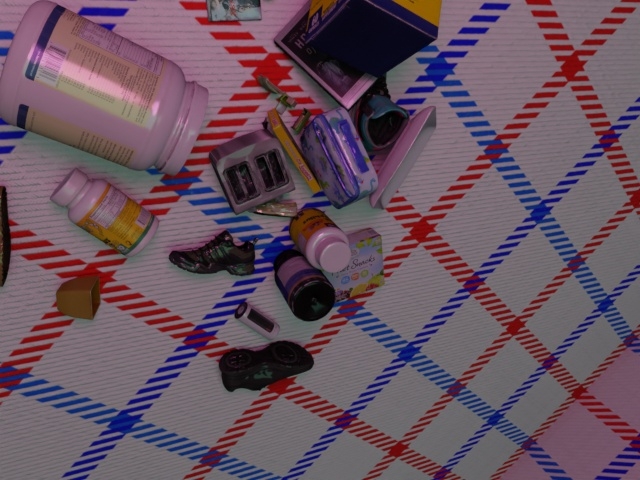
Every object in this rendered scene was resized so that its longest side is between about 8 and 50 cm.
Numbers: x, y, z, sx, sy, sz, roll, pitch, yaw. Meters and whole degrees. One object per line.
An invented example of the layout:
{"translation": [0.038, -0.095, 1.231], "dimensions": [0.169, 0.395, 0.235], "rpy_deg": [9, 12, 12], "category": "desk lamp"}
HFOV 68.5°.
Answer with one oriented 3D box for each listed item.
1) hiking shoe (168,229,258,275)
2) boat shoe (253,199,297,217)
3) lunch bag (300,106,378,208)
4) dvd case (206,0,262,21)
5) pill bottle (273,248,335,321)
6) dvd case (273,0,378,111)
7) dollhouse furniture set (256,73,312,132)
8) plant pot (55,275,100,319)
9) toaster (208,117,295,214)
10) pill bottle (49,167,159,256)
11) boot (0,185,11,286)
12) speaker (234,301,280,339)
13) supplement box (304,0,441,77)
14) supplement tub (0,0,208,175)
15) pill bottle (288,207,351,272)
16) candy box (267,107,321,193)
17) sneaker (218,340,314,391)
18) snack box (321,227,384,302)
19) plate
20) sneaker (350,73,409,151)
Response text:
{"translation": [-0.274, 0.026, 1.215], "dimensions": [0.226, 0.086, 0.114], "rpy_deg": [6, 98, -30], "category": "hiking shoe"}
{"translation": [-0.126, -0.088, 1.237], "dimensions": [0.135, 0.050, 0.045], "rpy_deg": [5, 88, -21], "category": "boat shoe"}
{"translation": [0.043, -0.194, 1.119], "dimensions": [0.090, 0.176, 0.219], "rpy_deg": [-26, 92, -21], "category": "lunch bag"}
{"translation": [-0.189, -0.526, 1.024], "dimensions": [0.119, 0.013, 0.087], "rpy_deg": [-10, 117, -17], "category": "dvd case"}
{"translation": [-0.052, 0.109, 1.252], "dimensions": [0.122, 0.219, 0.123], "rpy_deg": [-9, 116, -18], "category": "pill bottle"}
{"translation": [0.038, -0.441, 1.077], "dimensions": [0.238, 0.029, 0.179], "rpy_deg": [43, 92, 0], "category": "dvd case"}
{"translation": [-0.097, -0.325, 1.119], "dimensions": [0.151, 0.076, 0.059], "rpy_deg": [31, 101, -31], "category": "dollhouse furniture set"}
{"translation": [-0.584, 0.135, 1.131], "dimensions": [0.083, 0.081, 0.082], "rpy_deg": [3, 112, -13], "category": "plant pot"}
{"translation": [-0.165, -0.172, 1.141], "dimensions": [0.167, 0.110, 0.186], "rpy_deg": [-24, 120, -11], "category": "toaster"}
{"translation": [-0.482, -0.063, 1.055], "dimensions": [0.117, 0.117, 0.208], "rpy_deg": [-47, 122, 3], "category": "pill bottle"}
{"translation": [-0.802, -0.017, 0.969], "dimensions": [0.269, 0.089, 0.237], "rpy_deg": [1, 102, -23], "category": "boot"}
{"translation": [-0.180, 0.233, 1.354], "dimensions": [0.055, 0.055, 0.136], "rpy_deg": [-46, 121, 3], "category": "speaker"}
{"translation": [0.118, -0.557, 0.947], "dimensions": [0.195, 0.194, 0.357], "rpy_deg": [14, 78, -27], "category": "supplement box"}
{"translation": [-0.410, -0.277, 0.917], "dimensions": [0.324, 0.235, 0.236], "rpy_deg": [21, 104, -29], "category": "supplement tub"}
{"translation": [0.000, 0.000, 1.226], "dimensions": [0.117, 0.215, 0.118], "rpy_deg": [-9, 116, -19], "category": "pill bottle"}
{"translation": [-0.063, -0.218, 1.152], "dimensions": [0.027, 0.105, 0.206], "rpy_deg": [-30, 128, 5], "category": "candy box"}
{"translation": [-0.161, 0.386, 1.417], "dimensions": [0.285, 0.109, 0.130], "rpy_deg": [-2, 124, -14], "category": "sneaker"}
{"translation": [0.080, 0.077, 1.375], "dimensions": [0.206, 0.070, 0.175], "rpy_deg": [-18, 119, -20], "category": "snack box"}
{"translation": [0.210, -0.209, 1.228], "dimensions": [0.045, 0.277, 0.278], "rpy_deg": [33, 100, 11], "category": "plate"}
{"translation": [0.138, -0.351, 1.142], "dimensions": [0.123, 0.178, 0.296], "rpy_deg": [-11, 117, -18], "category": "sneaker"}
